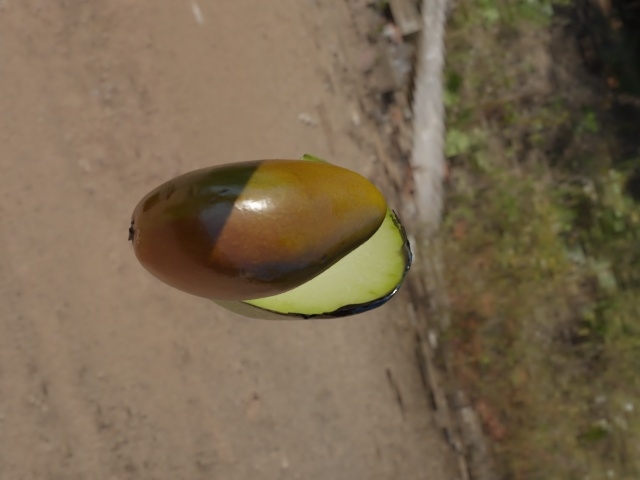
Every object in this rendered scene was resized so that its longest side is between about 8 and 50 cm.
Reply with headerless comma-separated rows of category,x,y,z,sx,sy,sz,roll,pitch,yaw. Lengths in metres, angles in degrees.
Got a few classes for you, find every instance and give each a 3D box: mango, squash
mango,-0.042,-0.012,1.286,0.253,0.138,0.113,-10,107,-37
squash,0.000,0.000,1.652,0.204,0.155,0.237,42,61,5
